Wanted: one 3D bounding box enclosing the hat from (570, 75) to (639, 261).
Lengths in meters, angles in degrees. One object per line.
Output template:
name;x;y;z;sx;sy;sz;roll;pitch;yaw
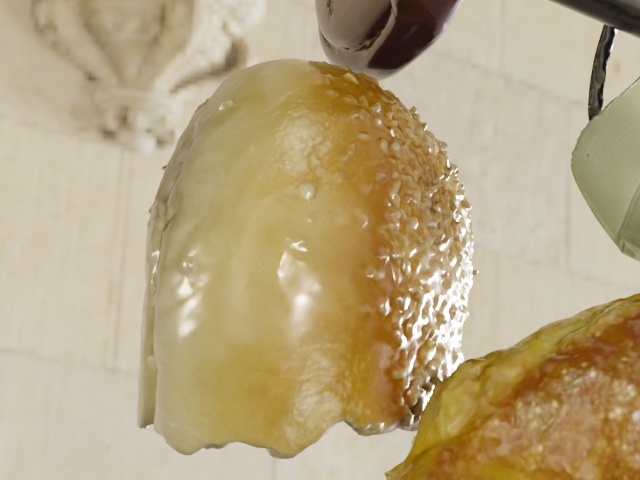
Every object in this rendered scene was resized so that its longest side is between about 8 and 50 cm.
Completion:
hat;0.223;-0.031;0.940;0.166;0.122;0.081;56;-14;-21

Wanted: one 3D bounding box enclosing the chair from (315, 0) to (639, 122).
chair;0.162;-0.166;1.047;0.401;0.227;0.226;20;-21;-22

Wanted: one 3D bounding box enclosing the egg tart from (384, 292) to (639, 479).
egg tart;0.189;0.149;0.735;0.351;0.153;0.339;-30;36;-24

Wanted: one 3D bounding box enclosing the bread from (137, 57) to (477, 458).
bread;0.001;-0.005;0.922;0.171;0.192;0.314;1;6;9
